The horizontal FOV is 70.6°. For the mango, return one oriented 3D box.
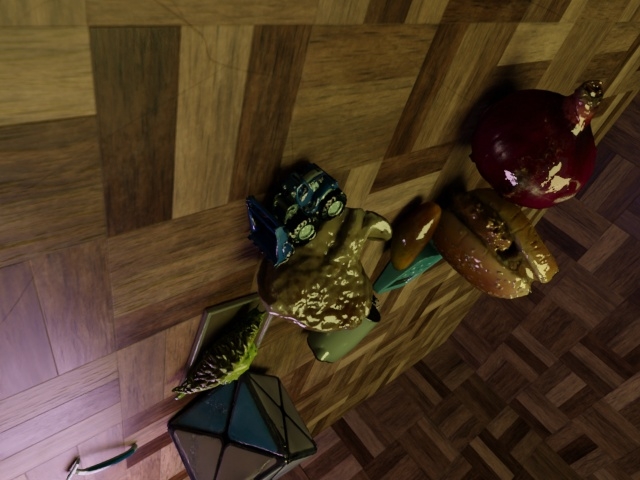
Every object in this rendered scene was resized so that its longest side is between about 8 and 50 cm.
[{"bbox_3d":[0.292,-0.014,1.449,0.133,0.111,0.267,-35,155,-52],"label":"mango"}]

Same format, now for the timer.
[{"bbox_3d":[0.336,0.113,1.721,0.232,0.091,0.250,-11,142,-48],"label":"timer"}]

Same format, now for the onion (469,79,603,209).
[{"bbox_3d":[0.606,-0.280,1.219,0.348,0.347,0.385,-30,166,-25],"label":"onion"}]

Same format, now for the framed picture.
[{"bbox_3d":[-0.240,0.267,1.225,0.247,0.022,0.335,-14,141,-43],"label":"framed picture"}]

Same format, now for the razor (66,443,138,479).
[{"bbox_3d":[-0.575,0.594,1.217,0.068,0.037,0.191,-54,151,17],"label":"razor"}]

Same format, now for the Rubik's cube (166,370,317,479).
[{"bbox_3d":[-0.239,0.610,1.399,0.307,0.305,0.310,-36,155,1],"label":"Rubik's cube"}]

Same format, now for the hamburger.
[{"bbox_3d":[0.528,-0.025,1.497,0.268,0.445,0.287,-36,132,3],"label":"hamburger"}]

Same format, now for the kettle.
[{"bbox_3d":[0.073,0.291,1.561,0.236,0.161,0.221,-52,-177,17],"label":"kettle"}]

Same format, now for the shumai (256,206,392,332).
[{"bbox_3d":[0.024,0.040,0.994,0.314,0.267,0.262,-13,140,-50],"label":"shumai"}]

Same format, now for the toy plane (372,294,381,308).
[{"bbox_3d":[0.184,0.234,1.727,0.078,0.053,0.197,-41,153,13],"label":"toy plane"}]

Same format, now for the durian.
[{"bbox_3d":[-0.231,0.293,1.141,0.375,0.106,0.132,-44,158,10],"label":"durian"}]

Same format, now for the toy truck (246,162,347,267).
[{"bbox_3d":[-0.059,-0.060,0.905,0.208,0.113,0.126,-45,149,-4],"label":"toy truck"}]
